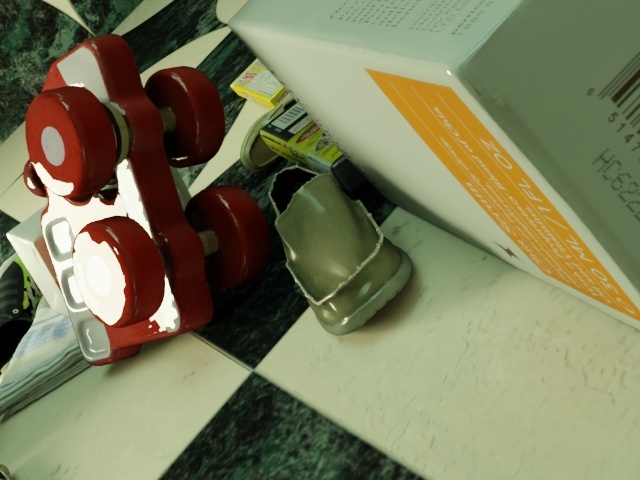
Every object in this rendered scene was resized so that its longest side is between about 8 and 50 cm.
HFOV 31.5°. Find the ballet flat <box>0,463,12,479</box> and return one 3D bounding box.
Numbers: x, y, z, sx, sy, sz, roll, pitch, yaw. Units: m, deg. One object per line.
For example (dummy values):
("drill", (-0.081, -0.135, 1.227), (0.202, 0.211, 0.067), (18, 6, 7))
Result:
("ballet flat", (-0.324, 0.250, 1.109), (0.057, 0.052, 0.168), (-50, 24, -16))

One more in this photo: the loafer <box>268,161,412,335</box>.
("loafer", (0.000, 0.000, 0.958), (0.094, 0.087, 0.251), (-43, 22, 1))

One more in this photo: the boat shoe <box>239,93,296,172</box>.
("boat shoe", (-0.041, -0.135, 1.312), (0.135, 0.050, 0.045), (-53, 19, -21))

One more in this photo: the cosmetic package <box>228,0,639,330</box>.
("cosmetic package", (0.115, -0.112, 0.782), (0.161, 0.230, 0.453), (-46, 22, -3))

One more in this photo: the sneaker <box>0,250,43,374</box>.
("sneaker", (-0.400, 0.103, 1.497), (0.097, 0.084, 0.235), (4, 48, 29))

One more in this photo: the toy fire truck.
("toy fire truck", (-0.210, -0.033, 1.119), (0.169, 0.302, 0.254), (-20, 1, -43))

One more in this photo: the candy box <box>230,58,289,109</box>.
("candy box", (-0.054, -0.228, 1.528), (0.105, 0.027, 0.206), (-47, 22, -3))

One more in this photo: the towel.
("towel", (-0.289, 0.077, 1.381), (0.209, 0.034, 0.285), (-31, 26, 27))

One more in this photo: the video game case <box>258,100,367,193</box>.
("video game case", (0.084, -0.164, 1.141), (0.275, 0.035, 0.248), (-39, 22, -7))

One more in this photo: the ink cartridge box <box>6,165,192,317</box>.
("ink cartridge box", (-0.243, -0.015, 1.302), (0.198, 0.115, 0.067), (-41, 33, -28))
